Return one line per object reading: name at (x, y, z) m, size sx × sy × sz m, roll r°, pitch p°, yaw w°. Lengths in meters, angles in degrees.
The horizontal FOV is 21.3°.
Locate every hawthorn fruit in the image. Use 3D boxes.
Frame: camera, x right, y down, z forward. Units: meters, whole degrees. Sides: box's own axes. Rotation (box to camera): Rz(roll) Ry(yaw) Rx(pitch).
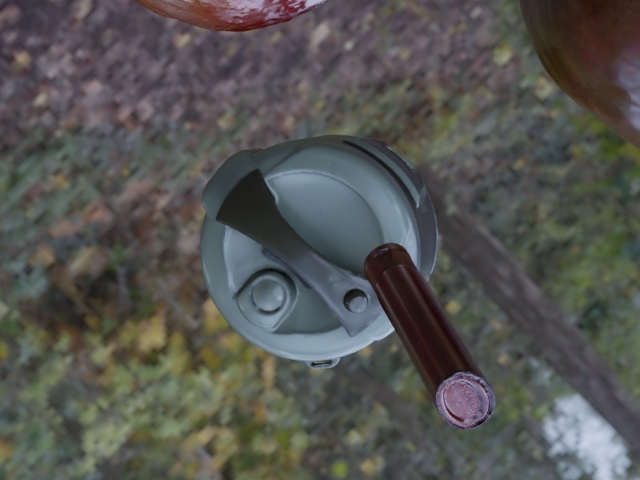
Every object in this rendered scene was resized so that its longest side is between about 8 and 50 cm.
hawthorn fruit at (0.341, -0.245, 1.700) m, size 0.308 × 0.324 × 0.308 m, roll -24°, pitch 120°, yaw -51°

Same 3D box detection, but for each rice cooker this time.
rice cooker at (0.000, 0.000, 2.441) m, size 0.335 × 0.335 × 0.325 m, roll -46°, pitch 175°, yaw 12°

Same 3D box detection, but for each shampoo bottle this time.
shampoo bottle at (0.120, 0.103, 1.978) m, size 0.064 × 0.260 × 0.102 m, roll -33°, pitch 131°, yaw 4°

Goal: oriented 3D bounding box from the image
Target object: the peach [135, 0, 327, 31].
peach at (-0.089, -0.396, 1.485) m, size 0.310 × 0.335 × 0.406 m, roll 9°, pitch 119°, yaw -39°
